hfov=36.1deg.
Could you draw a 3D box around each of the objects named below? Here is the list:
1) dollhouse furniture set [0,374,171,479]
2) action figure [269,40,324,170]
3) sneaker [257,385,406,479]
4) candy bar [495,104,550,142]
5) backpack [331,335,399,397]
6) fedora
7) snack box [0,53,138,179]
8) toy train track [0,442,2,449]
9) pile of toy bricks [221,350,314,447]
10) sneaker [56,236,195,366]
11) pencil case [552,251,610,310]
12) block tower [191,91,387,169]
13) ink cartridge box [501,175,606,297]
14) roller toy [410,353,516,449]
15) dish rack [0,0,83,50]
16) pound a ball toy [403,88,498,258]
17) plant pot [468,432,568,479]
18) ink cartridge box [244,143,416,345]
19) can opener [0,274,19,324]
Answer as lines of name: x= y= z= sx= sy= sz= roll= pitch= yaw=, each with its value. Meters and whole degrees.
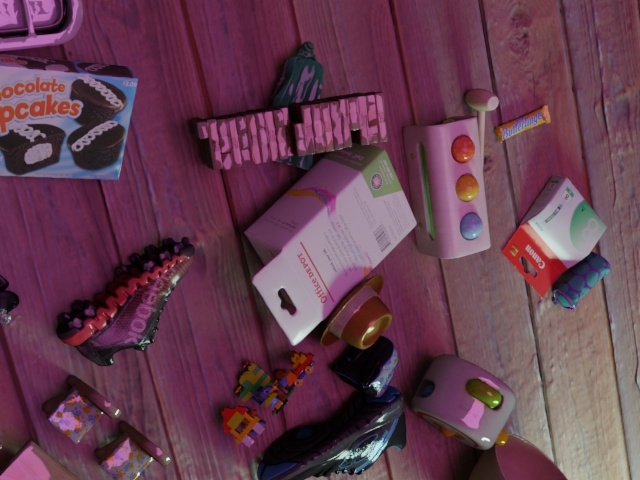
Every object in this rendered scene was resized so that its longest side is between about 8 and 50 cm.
dollhouse furniture set: x=-0.366 y=0.498 z=1.612 sx=0.362 sy=0.256 sz=0.394 roll=-50 pitch=118 yaw=-17
action figure: x=-0.048 y=-0.257 z=1.824 sx=0.137 sy=0.063 sz=0.232 roll=14 pitch=92 yaw=-30
sneaker: x=0.037 y=0.417 z=1.927 sx=0.341 sy=0.125 sz=0.139 roll=-24 pitch=113 yaw=-25
candy bar: x=0.443 y=-0.255 z=2.151 sx=0.162 sy=0.018 sz=0.040 roll=-24 pitch=108 yaw=-28
backpack: x=0.100 y=0.247 z=1.958 sx=0.114 sy=0.105 sz=0.084 roll=-52 pitch=141 yaw=-16
fedora: x=0.082 y=0.154 z=1.889 sx=0.079 sy=0.194 sz=0.194 roll=41 pitch=69 yaw=17
snack box: x=-0.463 y=-0.194 z=1.543 sx=0.322 sy=0.060 sz=0.187 roll=0 pitch=120 yaw=-31
toy train track: x=-0.566 y=0.344 z=1.614 sx=0.083 sy=0.014 sz=0.048 roll=0 pitch=96 yaw=-31
pile of toy bricks: x=-0.108 y=0.272 z=1.846 sx=0.105 sy=0.118 sz=0.212 roll=40 pitch=92 yaw=0
sneaker: x=-0.313 y=0.111 z=1.690 sx=0.276 sy=0.098 sz=0.135 roll=-42 pitch=115 yaw=-18
pencil case: x=0.603 y=0.095 z=2.265 sx=0.152 sy=0.064 sz=0.070 roll=-42 pitch=114 yaw=-21
block tower: x=-0.055 y=-0.196 z=1.751 sx=0.336 sy=0.091 sz=0.097 roll=-10 pitch=102 yaw=-13
ink cartridge box: x=0.530 y=-0.005 z=2.216 sx=0.181 sy=0.056 sz=0.224 roll=44 pitch=72 yaw=-27
roller toy: x=0.293 y=0.341 z=2.033 sx=0.146 sy=0.191 sz=0.209 roll=-59 pitch=144 yaw=-13
dish rack: x=-0.529 y=-0.456 z=1.502 sx=0.286 sy=0.072 sz=0.332 roll=-13 pitch=103 yaw=-29
pound a ball toy: x=0.299 y=-0.141 z=2.009 sx=0.208 sy=0.136 sz=0.319 roll=-14 pitch=104 yaw=-29
plant pot: x=0.416 y=0.589 z=2.120 sx=0.284 sy=0.284 sz=0.191 roll=29 pitch=116 yaw=-31
ink cartridge box: x=0.000 y=0.000 z=1.828 sx=0.353 sy=0.119 sz=0.207 roll=-44 pitch=132 yaw=-20
can opener: x=-0.567 y=0.136 z=1.572 sx=0.186 sy=0.073 sz=0.059 roll=-41 pitch=154 yaw=-17
